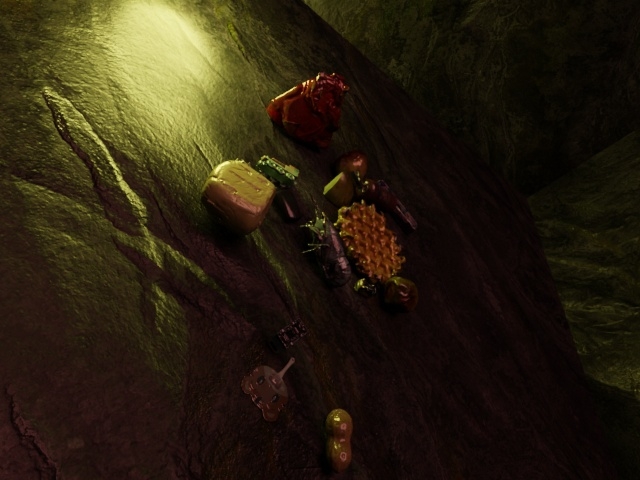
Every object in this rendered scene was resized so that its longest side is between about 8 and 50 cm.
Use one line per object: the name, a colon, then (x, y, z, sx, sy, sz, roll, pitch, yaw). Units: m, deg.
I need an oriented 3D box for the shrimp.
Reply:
shrimp: (0.001, 0.002, 1.847, 0.372, 0.137, 0.172, 61, 20, 11)

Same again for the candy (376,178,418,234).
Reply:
candy: (0.374, -0.168, 2.476, 0.312, 0.061, 0.088, 50, 33, -2)

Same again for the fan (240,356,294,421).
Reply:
fan: (-0.133, 0.416, 1.459, 0.152, 0.008, 0.227, 51, 37, 0)

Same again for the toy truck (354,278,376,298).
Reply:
toy truck: (0.176, 0.191, 1.953, 0.083, 0.054, 0.049, 34, 39, -23)

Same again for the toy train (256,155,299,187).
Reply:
toy train: (-0.171, -0.278, 1.975, 0.176, 0.074, 0.118, 30, 31, -20)

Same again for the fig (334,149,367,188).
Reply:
fig: (0.161, -0.310, 2.305, 0.160, 0.143, 0.230, -20, 81, -21)

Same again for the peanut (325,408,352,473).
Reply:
peanut: (0.055, 0.583, 1.449, 0.089, 0.089, 0.192, 30, 39, -27)

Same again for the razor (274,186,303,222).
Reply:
razor: (-0.128, -0.139, 1.908, 0.090, 0.054, 0.148, -7, 64, -46)

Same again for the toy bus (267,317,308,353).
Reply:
toy bus: (-0.103, 0.298, 1.537, 0.060, 0.075, 0.123, 56, 35, 5)

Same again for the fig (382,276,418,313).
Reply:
fig: (0.329, 0.220, 2.027, 0.154, 0.144, 0.166, 45, 21, 8)

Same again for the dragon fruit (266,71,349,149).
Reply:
dragon fruit: (-0.027, -0.565, 2.171, 0.286, 0.329, 0.227, -3, 68, -50)

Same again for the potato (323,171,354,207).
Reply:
potato: (0.106, -0.210, 2.168, 0.149, 0.120, 0.081, 31, 39, -25)

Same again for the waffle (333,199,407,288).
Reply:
waffle: (0.213, 0.009, 2.123, 0.382, 0.095, 0.380, 56, 37, 1)

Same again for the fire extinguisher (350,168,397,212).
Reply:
fire extinguisher: (0.235, -0.231, 2.274, 0.344, 0.102, 0.138, 22, 51, -55)

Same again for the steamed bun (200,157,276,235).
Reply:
steamed bun: (-0.281, -0.140, 1.655, 0.232, 0.166, 0.273, 29, 34, -9)
